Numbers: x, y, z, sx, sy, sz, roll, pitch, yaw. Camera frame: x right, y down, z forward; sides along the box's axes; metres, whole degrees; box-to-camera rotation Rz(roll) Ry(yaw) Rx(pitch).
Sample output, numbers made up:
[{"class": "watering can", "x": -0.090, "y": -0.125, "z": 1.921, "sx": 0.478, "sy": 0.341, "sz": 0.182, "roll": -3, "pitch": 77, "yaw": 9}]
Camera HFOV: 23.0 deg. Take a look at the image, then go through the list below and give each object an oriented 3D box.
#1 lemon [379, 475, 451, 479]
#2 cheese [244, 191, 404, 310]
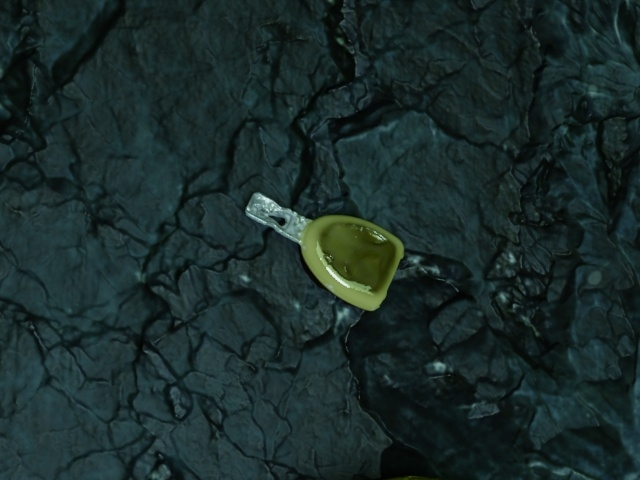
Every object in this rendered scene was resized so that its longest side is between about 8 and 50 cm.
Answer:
[{"class": "lemon", "x": 0.070, "y": 0.335, "z": 1.379, "sx": 0.284, "sy": 0.260, "sz": 0.260, "roll": -18, "pitch": 82, "yaw": 4}, {"class": "cheese", "x": 0.000, "y": 0.000, "z": 1.546, "sx": 0.162, "sy": 0.036, "sz": 0.086, "roll": 29, "pitch": 71, "yaw": -8}]
